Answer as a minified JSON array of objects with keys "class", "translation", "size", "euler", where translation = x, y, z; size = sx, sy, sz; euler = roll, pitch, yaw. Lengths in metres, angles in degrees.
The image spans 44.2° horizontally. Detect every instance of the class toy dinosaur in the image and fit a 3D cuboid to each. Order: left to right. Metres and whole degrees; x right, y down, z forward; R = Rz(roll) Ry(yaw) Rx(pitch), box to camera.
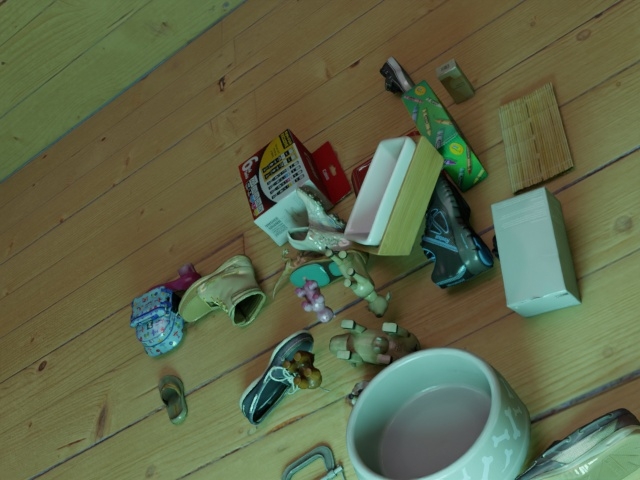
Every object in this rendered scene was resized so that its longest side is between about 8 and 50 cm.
[{"class":"toy dinosaur","translation":[-0.080,0.070,2.145],"size":[0.183,0.053,0.092],"euler":[-36,39,12]}]

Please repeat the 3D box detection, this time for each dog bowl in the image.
[{"class":"dog bowl","translation":[0.202,0.342,1.448],"size":[0.349,0.102,0.348],"euler":[-24,33,16]}]

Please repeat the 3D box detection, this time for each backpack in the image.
[{"class":"backpack","translation":[-0.478,0.244,2.309],"size":[0.158,0.117,0.173],"euler":[-21,47,20]}]

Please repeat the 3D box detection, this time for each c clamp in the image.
[{"class":"c clamp","translation":[-0.019,0.511,1.695],"size":[0.161,0.022,0.137],"euler":[-32,39,16]}]

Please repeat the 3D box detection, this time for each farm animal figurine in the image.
[{"class":"farm animal figurine","translation":[0.090,0.207,1.759],"size":[0.327,0.172,0.330],"euler":[22,85,32]}]

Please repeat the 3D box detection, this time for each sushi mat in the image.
[{"class":"sushi mat","translation":[0.513,-0.249,1.901],"size":[0.152,0.019,0.316],"euler":[-23,43,26]}]

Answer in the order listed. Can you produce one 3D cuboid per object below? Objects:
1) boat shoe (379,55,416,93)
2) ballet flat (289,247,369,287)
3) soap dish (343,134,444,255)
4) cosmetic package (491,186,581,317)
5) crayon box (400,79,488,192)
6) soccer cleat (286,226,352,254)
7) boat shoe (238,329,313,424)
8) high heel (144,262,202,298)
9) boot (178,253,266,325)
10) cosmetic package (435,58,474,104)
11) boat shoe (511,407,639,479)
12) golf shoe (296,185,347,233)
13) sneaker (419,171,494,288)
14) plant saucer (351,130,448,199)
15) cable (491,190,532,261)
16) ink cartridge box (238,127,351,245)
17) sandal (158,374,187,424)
[{"class":"boat shoe","translation":[0.223,-0.476,2.350],"size":[0.076,0.080,0.228],"euler":[-41,35,16]},{"class":"ballet flat","translation":[0.029,0.070,2.042],"size":[0.232,0.080,0.073],"euler":[-16,18,30]},{"class":"soap dish","translation":[0.175,-0.101,1.882],"size":[0.229,0.118,0.290],"euler":[-166,96,-75]},{"class":"cosmetic package","translation":[0.436,0.025,1.603],"size":[0.127,0.107,0.237],"euler":[-18,63,31]},{"class":"crayon box","translation":[0.310,-0.268,1.992],"size":[0.081,0.165,0.278],"euler":[-35,38,15]},{"class":"soccer cleat","translation":[0.000,0.000,2.084],"size":[0.196,0.076,0.068],"euler":[4,63,25]},{"class":"boat shoe","translation":[-0.097,0.328,1.883],"size":[0.254,0.095,0.079],"euler":[-48,35,0]},{"class":"high heel","translation":[-0.457,0.181,2.399],"size":[0.244,0.082,0.117],"euler":[-38,47,4]},{"class":"boot","translation":[-0.276,0.178,2.203],"size":[0.262,0.095,0.203],"euler":[-37,38,4]},{"class":"cosmetic package","translation":[0.365,-0.429,2.134],"size":[0.060,0.115,0.041],"euler":[-27,41,25]},{"class":"boat shoe","translation":[0.422,0.383,1.334],"size":[0.285,0.103,0.092],"euler":[-39,23,17]},{"class":"golf shoe","translation":[-0.015,-0.068,2.136],"size":[0.086,0.176,0.069],"euler":[-47,-8,17]},{"class":"sneaker","translation":[0.282,-0.034,1.835],"size":[0.140,0.125,0.340],"euler":[-35,36,20]},{"class":"plant saucer","translation":[0.196,-0.169,2.111],"size":[0.259,0.048,0.259],"euler":[-32,39,18]},{"class":"cable","translation":[0.452,-0.027,1.737],"size":[0.151,0.047,0.184],"euler":[-11,53,44]},{"class":"ink cartridge box","translation":[-0.080,-0.182,2.320],"size":[0.272,0.130,0.309],"euler":[-36,37,11]},{"class":"sandal","translation":[-0.406,0.422,2.131],"size":[0.072,0.049,0.180],"euler":[-41,37,6]}]
